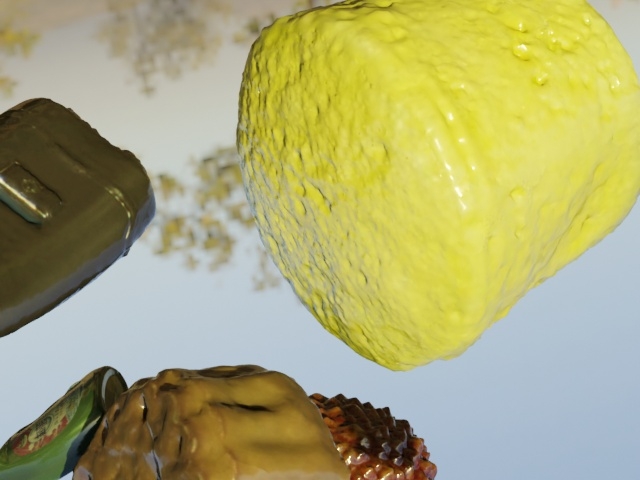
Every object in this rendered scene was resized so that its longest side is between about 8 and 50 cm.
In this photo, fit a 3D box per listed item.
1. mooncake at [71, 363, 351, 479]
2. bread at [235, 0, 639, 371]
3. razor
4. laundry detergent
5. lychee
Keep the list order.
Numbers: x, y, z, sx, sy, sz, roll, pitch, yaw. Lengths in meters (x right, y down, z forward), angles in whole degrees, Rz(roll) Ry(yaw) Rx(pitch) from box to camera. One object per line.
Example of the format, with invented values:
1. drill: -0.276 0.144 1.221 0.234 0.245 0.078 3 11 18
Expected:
1. mooncake: -0.127 0.289 1.982 0.187 0.324 0.324 7 174 -37
2. bread: 0.114 -0.082 1.704 0.308 0.348 0.348 -26 -168 -25
3. razor: -0.298 -0.009 1.686 0.327 0.189 0.107 -40 165 -51
4. laundry detergent: -0.316 0.235 2.171 0.211 0.063 0.137 -36 -154 17
5. lychee: -0.011 0.336 2.389 0.330 0.306 0.306 -26 -174 2
